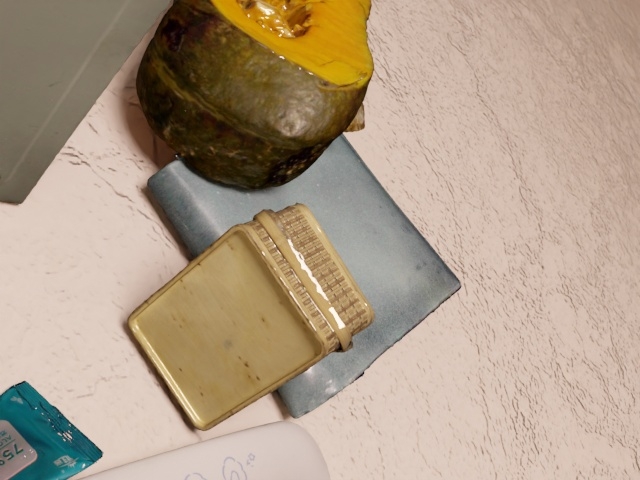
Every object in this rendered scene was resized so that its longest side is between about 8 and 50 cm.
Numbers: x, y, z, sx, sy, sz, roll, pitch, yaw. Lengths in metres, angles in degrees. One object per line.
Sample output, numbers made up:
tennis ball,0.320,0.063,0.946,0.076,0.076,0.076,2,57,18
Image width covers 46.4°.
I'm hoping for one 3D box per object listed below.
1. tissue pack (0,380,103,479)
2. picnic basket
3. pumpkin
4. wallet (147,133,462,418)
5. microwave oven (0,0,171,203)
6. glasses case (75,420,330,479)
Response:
tissue pack,-0.212,0.143,0.451,0.085,0.028,0.138,35,40,21
picnic basket,-0.054,0.058,0.565,0.115,0.164,0.079,57,33,2
pumpkin,-0.040,-0.183,0.718,0.221,0.139,0.317,25,35,-18
wallet,0.001,-0.001,0.732,0.251,0.054,0.290,55,42,3
microwave oven,-0.234,-0.182,0.452,0.237,0.295,0.181,9,58,-39
glasses case,-0.085,0.189,0.524,0.233,0.059,0.092,-3,64,-44
